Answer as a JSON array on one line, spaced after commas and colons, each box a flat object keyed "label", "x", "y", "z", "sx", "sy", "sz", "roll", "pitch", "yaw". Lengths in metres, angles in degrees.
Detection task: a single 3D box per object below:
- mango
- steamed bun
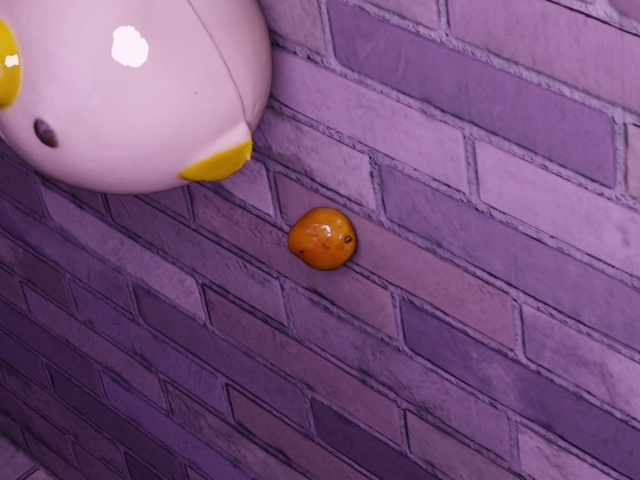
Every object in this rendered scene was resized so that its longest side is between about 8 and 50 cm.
[{"label": "mango", "x": 0.000, "y": 0.000, "z": 2.002, "sx": 0.080, "sy": 0.060, "sz": 0.114, "roll": 43, "pitch": 151, "yaw": -12}, {"label": "steamed bun", "x": -0.224, "y": -0.206, "z": 1.860, "sx": 0.374, "sy": 0.334, "sz": 0.334, "roll": 11, "pitch": 130, "yaw": 59}]
